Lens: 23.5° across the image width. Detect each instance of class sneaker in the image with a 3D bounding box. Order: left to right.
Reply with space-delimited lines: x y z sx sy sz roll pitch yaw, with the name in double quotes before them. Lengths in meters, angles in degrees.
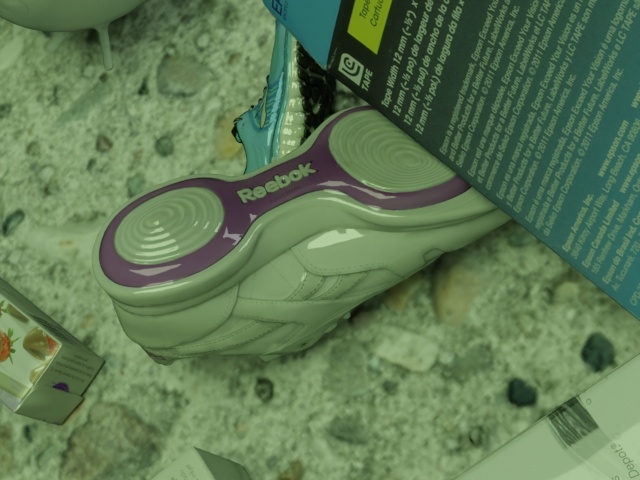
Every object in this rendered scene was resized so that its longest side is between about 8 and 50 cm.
"sneaker" -0.035 -0.096 1.123 0.073 0.063 0.162 -2 72 27
"sneaker" 0.000 0.000 1.057 0.305 0.152 0.114 -16 51 -6

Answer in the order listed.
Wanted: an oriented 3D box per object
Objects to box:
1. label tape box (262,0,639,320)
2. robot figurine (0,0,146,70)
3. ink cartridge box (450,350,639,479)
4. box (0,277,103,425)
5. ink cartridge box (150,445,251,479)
"label tape box" 0.134 -0.150 0.928 0.347 0.249 0.115 42 54 20
"robot figurine" -0.225 -0.306 1.164 0.353 0.199 0.300 55 140 2
"ink cartridge box" 0.218 0.173 0.893 0.273 0.114 0.197 -35 64 9
"box" -0.304 0.029 1.199 0.324 0.067 0.063 34 89 28
"ink cartridge box" -0.123 0.265 1.034 0.231 0.078 0.134 -40 62 8
